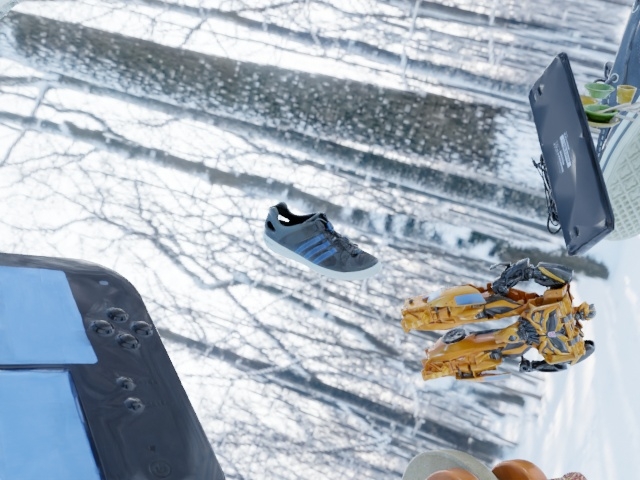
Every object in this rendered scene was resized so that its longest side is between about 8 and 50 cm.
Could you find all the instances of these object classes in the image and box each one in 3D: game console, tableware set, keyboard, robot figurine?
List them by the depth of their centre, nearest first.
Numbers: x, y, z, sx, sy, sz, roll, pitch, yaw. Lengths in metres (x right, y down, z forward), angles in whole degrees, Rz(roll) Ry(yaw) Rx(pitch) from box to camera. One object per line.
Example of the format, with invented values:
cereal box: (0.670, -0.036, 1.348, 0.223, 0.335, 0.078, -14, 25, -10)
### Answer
game console: (-0.300, 0.112, 0.601, 0.386, 0.342, 0.060, 6, -64, -37)
keyboard: (0.249, -0.082, 0.714, 0.100, 0.038, 0.192, 121, 146, -64)
tableware set: (0.320, -0.163, 0.847, 0.154, 0.104, 0.024, -21, -55, -36)
robot figurine: (0.286, 0.141, 1.151, 0.211, 0.291, 0.085, 66, -150, -19)

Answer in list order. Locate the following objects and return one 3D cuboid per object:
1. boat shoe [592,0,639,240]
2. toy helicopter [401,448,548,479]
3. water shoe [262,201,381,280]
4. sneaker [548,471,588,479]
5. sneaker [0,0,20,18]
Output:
boat shoe: (0.550, -0.237, 1.185, 0.156, 0.187, 0.500, -119, 36, -62)
toy helicopter: (0.152, 0.425, 0.836, 0.140, 0.235, 0.355, 5, -108, -37)
water shoe: (0.000, 0.000, 1.128, 0.073, 0.203, 0.080, -45, -32, -55)
sneaker: (0.357, 0.380, 1.056, 0.064, 0.067, 0.175, -26, -19, -12)
sneaker: (-0.304, -0.150, 0.438, 0.146, 0.102, 0.293, 54, -138, -30)
